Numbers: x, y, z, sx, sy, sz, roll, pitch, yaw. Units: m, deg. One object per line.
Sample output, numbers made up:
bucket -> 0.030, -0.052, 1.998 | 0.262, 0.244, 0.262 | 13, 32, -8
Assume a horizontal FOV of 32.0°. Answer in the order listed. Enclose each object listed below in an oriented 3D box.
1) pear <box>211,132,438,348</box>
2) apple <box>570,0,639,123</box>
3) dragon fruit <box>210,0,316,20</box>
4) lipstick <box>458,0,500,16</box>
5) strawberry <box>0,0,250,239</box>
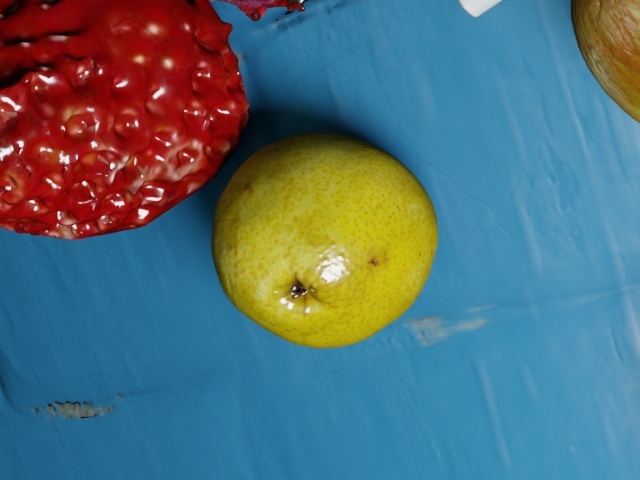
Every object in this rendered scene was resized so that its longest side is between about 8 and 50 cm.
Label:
pear -> 0.000, 0.000, 1.020 | 0.209, 0.209, 0.208 | 7, 107, 22
apple -> 0.296, -0.176, 0.829 | 0.211, 0.211, 0.188 | -42, 80, 28
dragon fruit -> -0.072, -0.317, 0.999 | 0.189, 0.163, 0.261 | -39, 90, -1
lipstick -> 0.180, -0.246, 0.958 | 0.141, 0.040, 0.040 | -31, 91, 28
strawberry -> -0.252, -0.111, 1.012 | 0.317, 0.345, 0.295 | 23, 125, 11
